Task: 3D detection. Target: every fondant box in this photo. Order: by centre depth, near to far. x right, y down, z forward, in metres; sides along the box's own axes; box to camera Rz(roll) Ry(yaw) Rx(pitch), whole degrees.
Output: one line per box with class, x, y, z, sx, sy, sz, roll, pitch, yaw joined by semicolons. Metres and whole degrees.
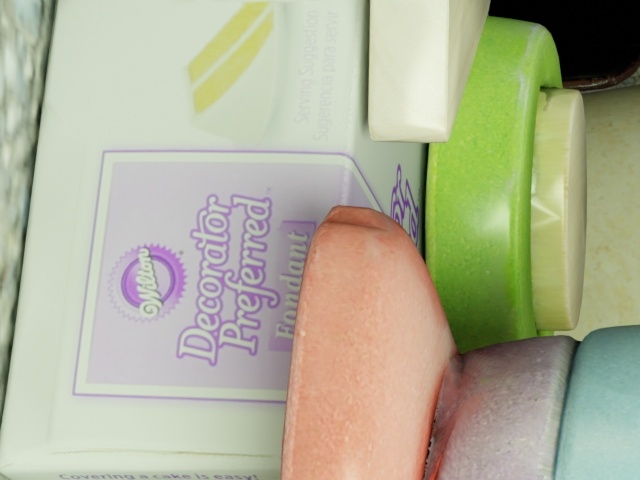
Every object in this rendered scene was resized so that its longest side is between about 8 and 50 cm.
fondant box;0.000;0.000;0.693;0.330;0.096;0.238;55;38;-67

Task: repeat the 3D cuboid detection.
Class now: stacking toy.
stacking toy;0.089;0.046;0.586;0.309;0.130;0.279;53;41;-70

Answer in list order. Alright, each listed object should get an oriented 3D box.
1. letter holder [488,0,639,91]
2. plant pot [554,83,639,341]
letter holder;0.179;-0.197;1.209;0.302;0.214;0.152;-57;145;-68
plant pot;0.223;0.038;1.019;0.334;0.305;0.334;-17;90;-74
